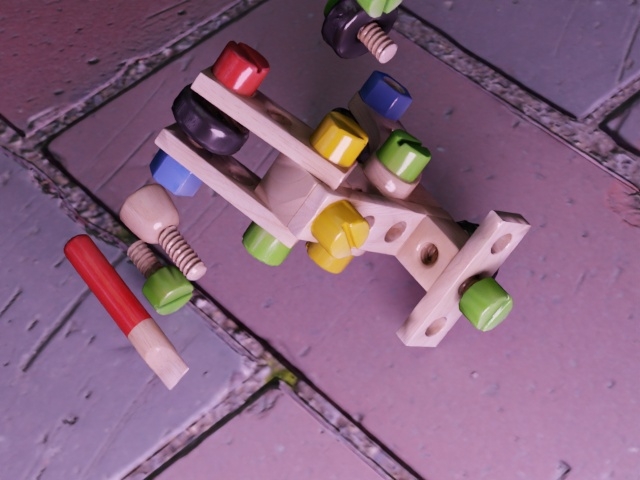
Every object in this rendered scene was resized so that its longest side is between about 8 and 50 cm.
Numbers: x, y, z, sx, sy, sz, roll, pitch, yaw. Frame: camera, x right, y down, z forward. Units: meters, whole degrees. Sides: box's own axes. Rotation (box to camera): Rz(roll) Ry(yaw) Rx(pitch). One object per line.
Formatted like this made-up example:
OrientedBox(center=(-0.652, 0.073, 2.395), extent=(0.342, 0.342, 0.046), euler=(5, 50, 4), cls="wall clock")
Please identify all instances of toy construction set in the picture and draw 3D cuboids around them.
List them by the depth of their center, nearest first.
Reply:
OrientedBox(center=(0.000, 0.000, 1.088), extent=(0.309, 0.257, 0.237), euler=(-39, 67, -1), cls="toy construction set")
